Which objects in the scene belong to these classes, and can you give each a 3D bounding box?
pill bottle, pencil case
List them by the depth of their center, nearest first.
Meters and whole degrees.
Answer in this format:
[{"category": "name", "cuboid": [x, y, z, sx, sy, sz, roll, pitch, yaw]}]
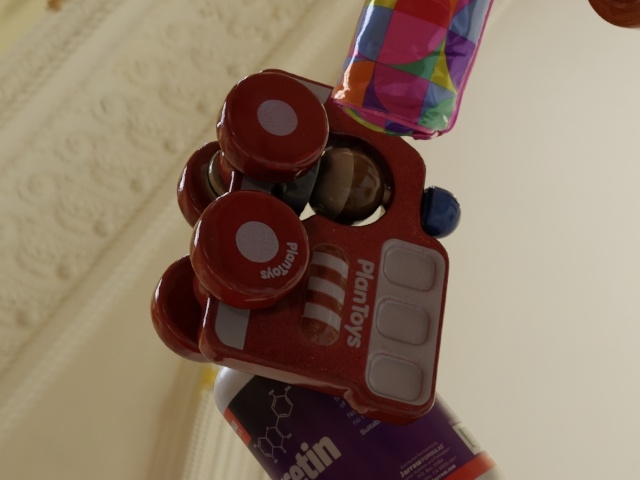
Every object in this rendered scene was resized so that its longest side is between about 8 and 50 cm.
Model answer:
[{"category": "pencil case", "cuboid": [0.089, -0.190, 1.145, 0.104, 0.104, 0.236, 22, -89, 33]}, {"category": "pill bottle", "cuboid": [0.021, 0.175, 1.488, 0.181, 0.181, 0.323, -35, -105, -19]}]

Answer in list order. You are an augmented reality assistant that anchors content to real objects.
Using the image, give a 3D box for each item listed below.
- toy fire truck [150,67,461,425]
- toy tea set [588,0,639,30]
[{"category": "toy fire truck", "cuboid": [0.000, 0.000, 1.378, 0.254, 0.169, 0.302, 18, -120, -14]}, {"category": "toy tea set", "cuboid": [0.316, -0.126, 1.030, 0.124, 0.200, 0.336, -12, -105, -43]}]
